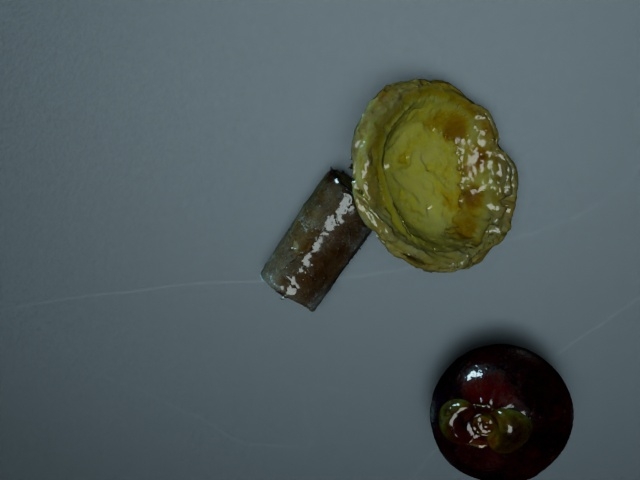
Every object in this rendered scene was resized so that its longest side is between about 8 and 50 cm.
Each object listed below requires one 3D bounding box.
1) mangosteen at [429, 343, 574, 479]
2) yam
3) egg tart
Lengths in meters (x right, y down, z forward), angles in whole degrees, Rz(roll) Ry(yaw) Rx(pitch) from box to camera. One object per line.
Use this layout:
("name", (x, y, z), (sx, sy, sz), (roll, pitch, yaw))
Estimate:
("mangosteen", (0.186, 0.182, 1.452), (0.152, 0.152, 0.152), (1, 99, 4))
("yam", (0.002, 0.001, 1.472), (0.079, 0.079, 0.141), (35, 100, -2))
("egg tart", (0.104, -0.063, 1.424), (0.213, 0.090, 0.212), (10, 73, -35))
